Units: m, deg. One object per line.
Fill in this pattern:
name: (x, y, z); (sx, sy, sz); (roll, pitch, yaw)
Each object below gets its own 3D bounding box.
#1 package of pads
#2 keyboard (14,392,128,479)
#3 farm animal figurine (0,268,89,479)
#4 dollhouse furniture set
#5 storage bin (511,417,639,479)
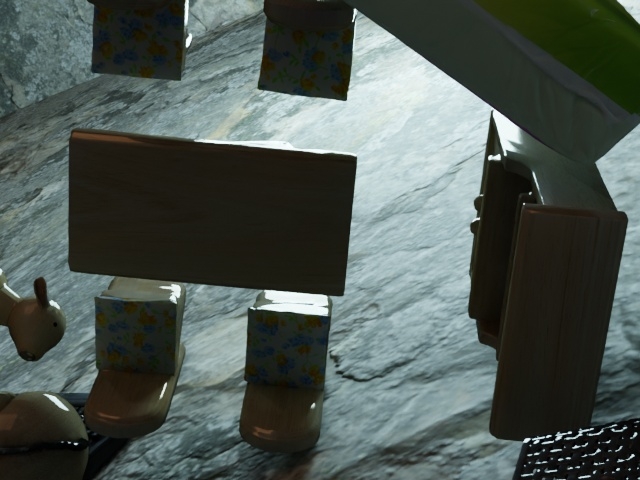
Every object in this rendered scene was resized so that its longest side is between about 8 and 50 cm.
package of pads: (0.094, -0.190, 0.887); (0.101, 0.296, 0.229); (-52, 7, 19)
keyboard: (-0.319, 0.211, 1.256); (0.317, 0.033, 0.201); (-8, 28, 43)
farm animal figurine: (-0.266, 0.146, 1.009); (0.172, 0.330, 0.327); (-2, 7, -27)
dollhouse furniture set: (0.000, 0.000, 0.944); (0.394, 0.362, 0.256); (5, 23, 1)
storage bin: (0.148, 0.185, 0.624); (0.084, 0.122, 0.180); (-15, 24, 30)
